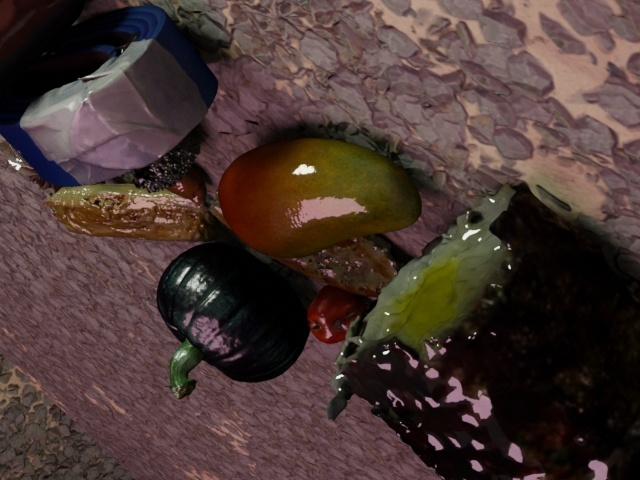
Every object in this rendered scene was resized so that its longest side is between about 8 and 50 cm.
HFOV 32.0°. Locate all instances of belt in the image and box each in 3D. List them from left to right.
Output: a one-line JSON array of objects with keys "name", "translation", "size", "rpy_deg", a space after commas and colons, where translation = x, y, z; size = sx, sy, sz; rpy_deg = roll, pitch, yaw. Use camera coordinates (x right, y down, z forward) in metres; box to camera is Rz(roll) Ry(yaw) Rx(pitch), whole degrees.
[{"name": "belt", "translation": [-0.277, -0.176, 1.355], "size": [0.347, 0.212, 0.117], "rpy_deg": [4, 139, 49]}]

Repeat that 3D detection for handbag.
[{"name": "handbag", "translation": [-0.416, -0.273, 1.314], "size": [0.181, 0.254, 0.181], "rpy_deg": [43, 166, -8]}]

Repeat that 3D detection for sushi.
[{"name": "sushi", "translation": [0.199, 0.135, 1.212], "size": [0.294, 0.281, 0.299], "rpy_deg": [42, 140, -12]}]

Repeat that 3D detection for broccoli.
[{"name": "broccoli", "translation": [-0.249, -0.155, 1.516], "size": [0.204, 0.118, 0.122], "rpy_deg": [41, -169, 28]}]

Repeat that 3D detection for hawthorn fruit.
[{"name": "hawthorn fruit", "translation": [0.022, 0.110, 1.623], "size": [0.093, 0.093, 0.093], "rpy_deg": [29, 155, 15]}]

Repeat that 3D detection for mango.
[{"name": "mango", "translation": [-0.016, -0.056, 1.337], "size": [0.289, 0.129, 0.146], "rpy_deg": [-14, 100, 45]}]

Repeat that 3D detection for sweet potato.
[{"name": "sweet potato", "translation": [-0.236, -0.121, 1.596], "size": [0.195, 0.056, 0.056], "rpy_deg": [45, 155, -8]}]

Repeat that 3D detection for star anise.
[{"name": "star anise", "translation": [-0.442, -0.135, 1.811], "size": [0.197, 0.073, 0.212], "rpy_deg": [43, 152, -22]}]

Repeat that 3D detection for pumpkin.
[{"name": "pumpkin", "translation": [-0.156, 0.134, 1.709], "size": [0.248, 0.248, 0.248], "rpy_deg": [29, 155, 15]}]

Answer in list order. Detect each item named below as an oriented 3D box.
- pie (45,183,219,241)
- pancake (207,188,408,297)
[{"name": "pie", "translation": [-0.285, -0.046, 1.733], "size": [0.282, 0.068, 0.128], "rpy_deg": [5, 147, 23]}, {"name": "pancake", "translation": [-0.002, 0.005, 1.511], "size": [0.377, 0.054, 0.197], "rpy_deg": [17, 148, 34]}]
